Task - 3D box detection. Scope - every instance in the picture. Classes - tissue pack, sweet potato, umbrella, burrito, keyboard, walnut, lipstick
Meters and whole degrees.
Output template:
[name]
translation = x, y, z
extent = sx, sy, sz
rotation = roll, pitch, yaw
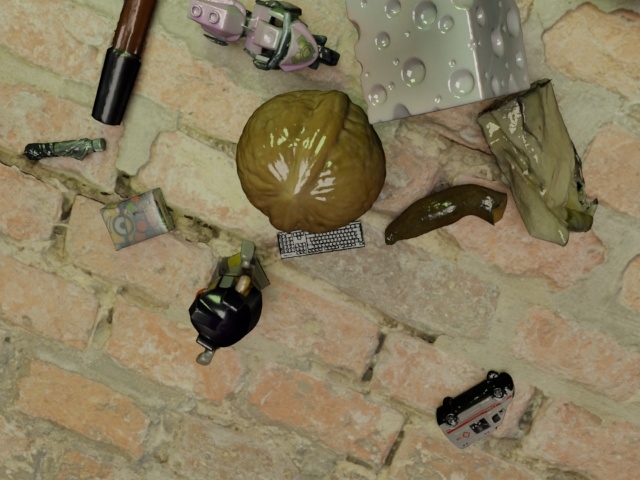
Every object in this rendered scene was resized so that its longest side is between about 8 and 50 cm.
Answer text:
[tissue pack]
translation = -0.434, -0.051, 1.402
extent = 0.148, 0.060, 0.109
rotation = -18, 101, 11
[sweet potato]
translation = 0.272, -0.054, 1.310
extent = 0.285, 0.085, 0.112
rotation = -20, 104, 11
[umbrella]
translation = -0.599, -0.213, 1.395
extent = 0.188, 0.046, 0.050
rotation = -5, 113, 4
[burrito]
translation = 0.453, -0.154, 1.239
extent = 0.135, 0.190, 0.332
rotation = -17, 100, 46
[keyboard]
translation = 0.000, 0.000, 1.390
extent = 0.202, 0.011, 0.067
rotation = -8, 101, 8
[walnut]
translation = -0.020, -0.156, 1.196
extent = 0.332, 0.333, 0.333
rotation = 1, 103, 6
[lipstick]
translation = -0.415, -0.458, 1.302
extent = 0.077, 0.077, 0.418
rotation = 21, 103, 1

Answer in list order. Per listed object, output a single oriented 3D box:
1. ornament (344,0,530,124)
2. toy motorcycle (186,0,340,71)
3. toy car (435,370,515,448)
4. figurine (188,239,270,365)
[ornament]
translation = 0.227, -0.370, 1.123
extent = 0.239, 0.239, 0.240
rotation = -4, 104, 39
[toy motorcycle]
translation = -0.119, -0.428, 1.216
extent = 0.327, 0.188, 0.143
rotation = 22, 111, 1
[toy car]
translation = 0.379, 0.400, 1.399
extent = 0.209, 0.089, 0.108
rotation = -36, 97, 14
[figurine]
translation = -0.197, 0.136, 1.307
extent = 0.143, 0.308, 0.309
rotation = 5, 103, 0
